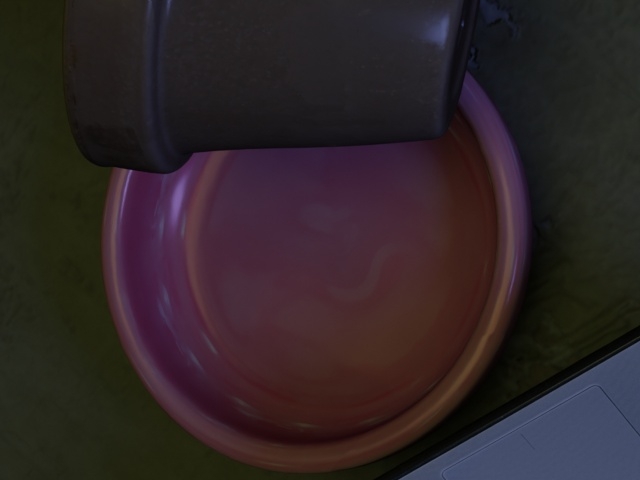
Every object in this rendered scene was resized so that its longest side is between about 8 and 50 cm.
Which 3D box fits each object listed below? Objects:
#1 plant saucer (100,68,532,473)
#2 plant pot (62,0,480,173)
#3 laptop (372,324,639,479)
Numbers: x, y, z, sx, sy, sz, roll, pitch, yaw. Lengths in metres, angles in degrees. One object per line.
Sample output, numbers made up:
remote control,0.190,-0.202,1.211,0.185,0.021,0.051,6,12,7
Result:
plant saucer,0.000,0.000,1.243,0.332,0.084,0.332,-2,85,24
plant pot,-0.018,-0.156,1.100,0.229,0.263,0.263,12,92,8
laptop,0.216,0.305,1.031,0.382,0.236,0.408,-33,113,19
